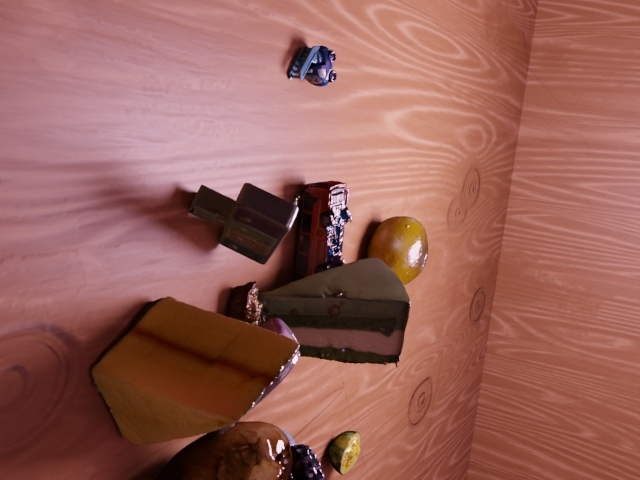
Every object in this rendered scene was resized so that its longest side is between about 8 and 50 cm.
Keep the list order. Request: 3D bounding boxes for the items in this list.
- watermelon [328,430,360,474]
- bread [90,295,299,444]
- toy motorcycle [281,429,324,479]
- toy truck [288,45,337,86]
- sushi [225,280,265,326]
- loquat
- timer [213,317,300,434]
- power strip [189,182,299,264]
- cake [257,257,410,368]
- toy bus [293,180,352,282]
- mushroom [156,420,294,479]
[{"bbox_3d":[0.054,0.498,1.749,0.105,0.062,0.106,-43,143,-44],"label":"watermelon"},{"bbox_3d":[-0.156,0.209,1.005,0.168,0.263,0.163,-47,138,-38],"label":"bread"},{"bbox_3d":[-0.086,0.518,1.348,0.172,0.232,0.416,0,116,-29],"label":"toy motorcycle"},{"bbox_3d":[-0.018,-0.312,1.319,0.090,0.056,0.073,-18,112,-46],"label":"toy truck"},{"bbox_3d":[-0.126,0.128,1.256,0.061,0.060,0.118,-41,137,-57],"label":"sushi"},{"bbox_3d":[0.181,0.032,1.739,0.152,0.152,0.195,56,42,-55],"label":"loquat"},{"bbox_3d":[-0.116,0.208,1.145,0.190,0.069,0.208,-42,-173,-3],"label":"timer"},{"bbox_3d":[-0.121,-0.037,1.110,0.216,0.145,0.061,133,-19,-68],"label":"power strip"},{"bbox_3d":[0.009,0.124,1.385,0.172,0.283,0.158,-98,-167,-60],"label":"cake"},{"bbox_3d":[0.000,0.000,1.415,0.073,0.096,0.235,-16,115,-54],"label":"toy bus"},{"bbox_3d":[-0.146,0.392,1.121,0.195,0.283,0.263,55,37,5],"label":"mushroom"}]
